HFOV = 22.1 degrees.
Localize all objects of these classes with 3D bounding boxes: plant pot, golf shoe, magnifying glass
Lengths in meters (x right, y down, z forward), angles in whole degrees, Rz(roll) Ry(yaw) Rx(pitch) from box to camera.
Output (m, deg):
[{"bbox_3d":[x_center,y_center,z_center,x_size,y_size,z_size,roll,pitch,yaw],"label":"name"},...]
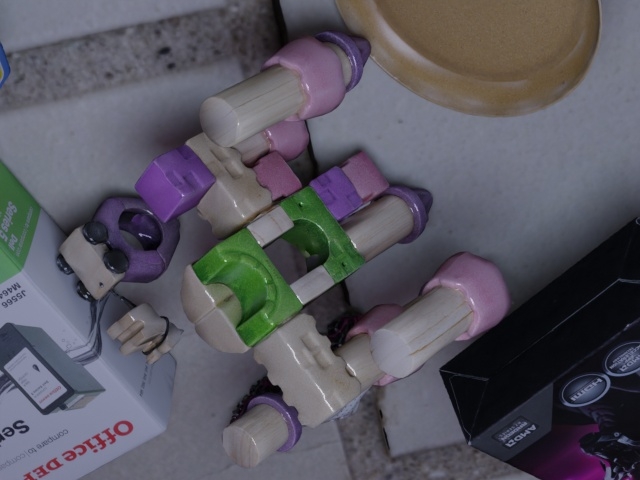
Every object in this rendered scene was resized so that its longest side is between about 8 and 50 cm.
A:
[{"bbox_3d":[0.116,-0.202,1.300,0.236,0.032,0.236,19,138,18],"label":"plant pot"},{"bbox_3d":[-0.006,0.151,1.549,0.186,0.067,0.086,-37,116,19],"label":"golf shoe"},{"bbox_3d":[0.123,-0.207,1.332,0.092,0.026,0.231,19,140,19],"label":"magnifying glass"}]

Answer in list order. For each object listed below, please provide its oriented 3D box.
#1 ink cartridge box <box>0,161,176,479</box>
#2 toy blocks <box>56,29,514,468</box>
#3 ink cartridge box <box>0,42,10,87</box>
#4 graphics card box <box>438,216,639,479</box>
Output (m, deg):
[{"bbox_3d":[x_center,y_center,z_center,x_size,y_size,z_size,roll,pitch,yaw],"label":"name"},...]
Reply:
[{"bbox_3d":[-0.289,0.096,1.485,0.198,0.114,0.273,-30,117,17],"label":"ink cartridge box"},{"bbox_3d":[0.000,0.000,1.400,0.288,0.260,0.309,53,136,4],"label":"toy blocks"},{"bbox_3d":[-0.400,-0.214,1.141,0.270,0.151,0.395,19,156,12],"label":"ink cartridge box"},{"bbox_3d":[0.309,0.140,1.458,0.233,0.094,0.371,-39,134,22],"label":"graphics card box"}]
